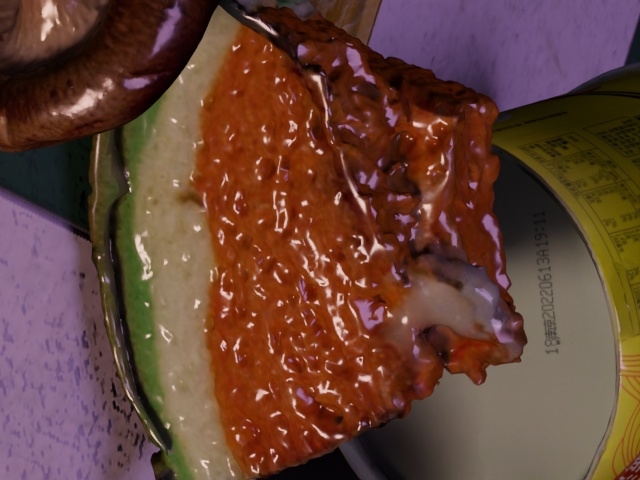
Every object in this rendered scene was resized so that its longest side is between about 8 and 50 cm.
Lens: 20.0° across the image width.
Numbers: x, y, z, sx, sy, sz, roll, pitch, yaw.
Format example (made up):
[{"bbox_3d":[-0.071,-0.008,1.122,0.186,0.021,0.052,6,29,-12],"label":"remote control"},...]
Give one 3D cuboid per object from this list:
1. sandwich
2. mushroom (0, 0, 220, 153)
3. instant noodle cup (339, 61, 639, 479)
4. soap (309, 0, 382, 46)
[{"bbox_3d":[-0.011,-0.009,0.895,0.109,0.212,0.292,-45,123,-60],"label":"sandwich"},{"bbox_3d":[-0.110,-0.173,0.727,0.217,0.148,0.227,54,50,-52],"label":"mushroom"},{"bbox_3d":[0.145,0.046,1.074,0.221,0.311,0.311,-7,107,-44],"label":"instant noodle cup"},{"bbox_3d":[0.022,-0.200,0.945,0.092,0.037,0.252,-21,136,-53],"label":"soap"}]
